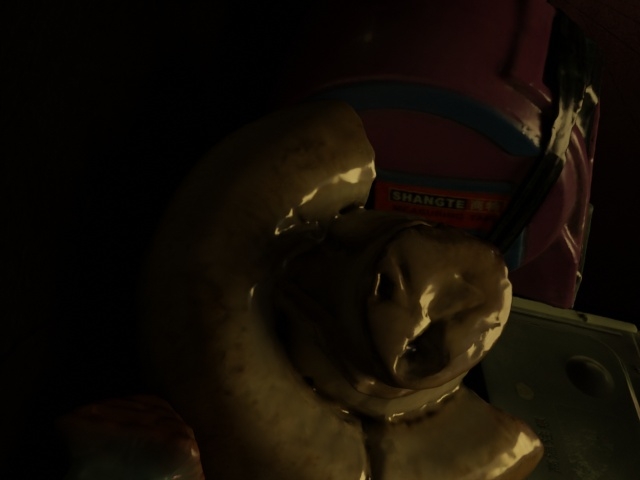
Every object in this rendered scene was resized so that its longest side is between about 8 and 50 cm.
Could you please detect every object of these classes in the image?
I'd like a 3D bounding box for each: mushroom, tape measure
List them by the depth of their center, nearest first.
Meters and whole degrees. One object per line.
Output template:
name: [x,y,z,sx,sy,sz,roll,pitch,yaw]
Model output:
mushroom: [-0.001,0.064,0.778,0.189,0.254,0.195,-36,-174,-17]
tape measure: [0.076,-0.067,0.981,0.245,0.231,0.149,89,15,-49]

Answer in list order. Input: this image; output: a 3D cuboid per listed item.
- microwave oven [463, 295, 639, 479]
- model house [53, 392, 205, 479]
microwave oven: [0.135,0.282,1.071,0.394,0.247,0.333,-98,-151,-46]
model house: [-0.059,0.246,0.667,0.295,0.251,0.329,85,14,-52]
